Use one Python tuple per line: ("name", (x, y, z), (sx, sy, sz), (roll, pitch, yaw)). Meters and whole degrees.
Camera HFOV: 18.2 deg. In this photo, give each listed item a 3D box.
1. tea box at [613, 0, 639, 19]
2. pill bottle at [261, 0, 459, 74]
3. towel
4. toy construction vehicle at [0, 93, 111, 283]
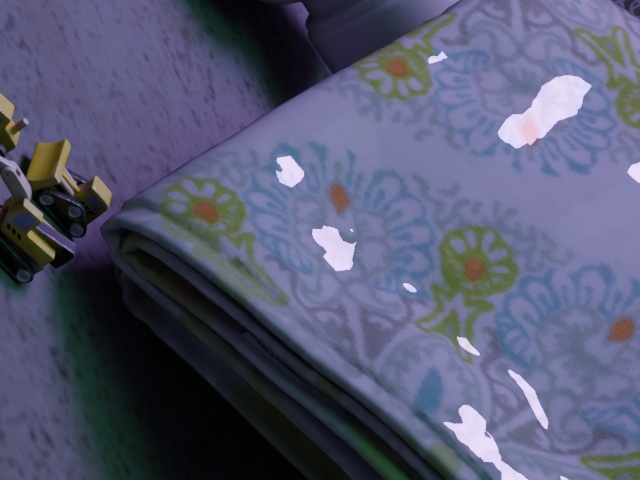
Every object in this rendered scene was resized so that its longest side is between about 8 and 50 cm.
("tea box", (0.235, 0.005, 1.283), (0.220, 0.329, 0.323), (-9, 74, -64))
("pill bottle", (-0.016, -0.256, 1.243), (0.301, 0.169, 0.169), (57, 25, -15))
("towel", (0.120, 0.017, 1.015), (0.320, 0.090, 0.374), (43, 52, 20))
("toy construction vehicle", (-0.136, -0.030, 0.937), (0.098, 0.035, 0.086), (50, 27, -27))
